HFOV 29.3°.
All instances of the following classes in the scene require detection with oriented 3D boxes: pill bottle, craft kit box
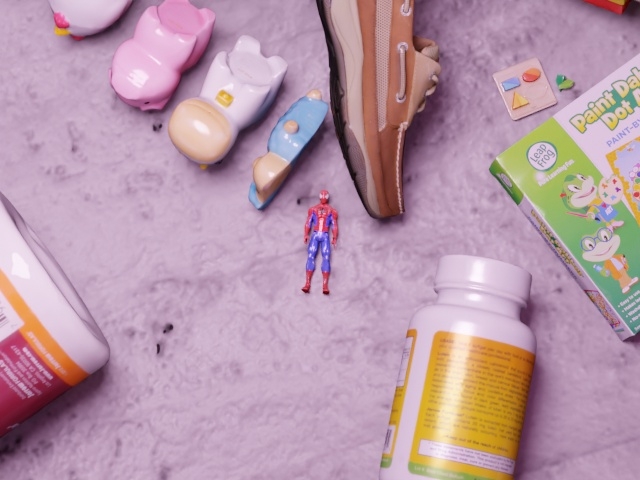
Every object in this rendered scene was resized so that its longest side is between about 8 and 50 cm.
[{"bbox_3d":[-0.430,0.141,1.225,0.392,0.224,0.224,-35,81,-6],"label":"pill bottle"},{"bbox_3d":[0.360,-0.061,1.356,0.249,0.061,0.247,-36,79,-7],"label":"craft kit box"},{"bbox_3d":[0.149,0.146,1.271,0.136,0.136,0.246,12,79,2],"label":"pill bottle"}]

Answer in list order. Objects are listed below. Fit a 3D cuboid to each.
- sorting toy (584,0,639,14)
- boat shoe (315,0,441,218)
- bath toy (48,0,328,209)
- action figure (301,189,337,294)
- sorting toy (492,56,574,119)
[{"bbox_3d":[0.401,-0.336,1.346,0.255,0.089,0.257,26,65,22],"label":"sorting toy"},{"bbox_3d":[0.069,-0.177,1.274,0.119,0.123,0.324,-11,119,-4],"label":"boat shoe"},{"bbox_3d":[-0.166,-0.186,1.344,0.348,0.129,0.151,39,48,5],"label":"bath toy"},{"bbox_3d":[0.000,0.000,1.355,0.038,0.030,0.115,3,77,5],"label":"action figure"},{"bbox_3d":[0.246,-0.179,1.398,0.083,0.012,0.062,-22,80,-4],"label":"sorting toy"}]
